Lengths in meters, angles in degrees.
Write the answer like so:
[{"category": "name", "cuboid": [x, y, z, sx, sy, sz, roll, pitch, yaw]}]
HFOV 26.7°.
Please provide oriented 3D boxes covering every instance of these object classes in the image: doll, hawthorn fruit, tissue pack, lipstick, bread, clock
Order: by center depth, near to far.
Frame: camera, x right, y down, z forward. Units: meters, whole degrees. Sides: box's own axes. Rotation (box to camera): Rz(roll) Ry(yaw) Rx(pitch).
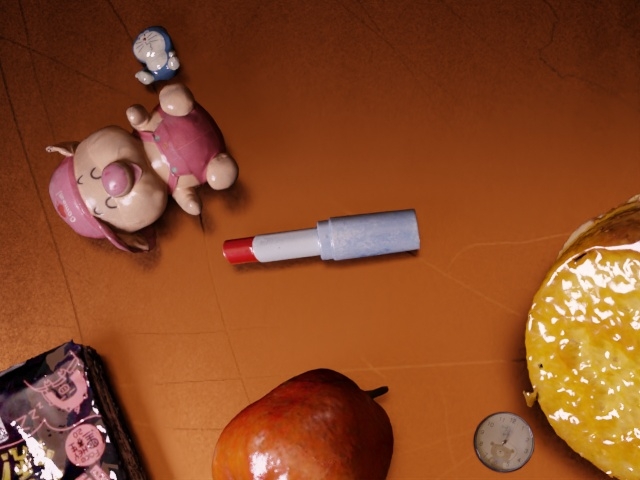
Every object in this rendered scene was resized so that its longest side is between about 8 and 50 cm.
[{"category": "bread", "cuboid": [0.453, 0.119, 1.699, 0.398, 0.215, 0.398, 14, 115, 32]}, {"category": "hawthorn fruit", "cuboid": [-0.005, 0.276, 1.775, 0.224, 0.224, 0.261, 35, 59, 10]}, {"category": "tissue pack", "cuboid": [-0.366, 0.329, 1.822, 0.245, 0.123, 0.332, -25, 75, 4]}, {"category": "clock", "cuboid": [0.252, 0.276, 1.845, 0.085, 0.017, 0.085, -1, 78, 3]}, {"category": "doll", "cuboid": [-0.254, -0.094, 1.887, 0.256, 0.152, 0.196, -30, 65, 1]}, {"category": "lipstick", "cuboid": [0.000, 0.000, 1.891, 0.274, 0.068, 0.061, -7, 84, 1]}, {"category": "doll", "cuboid": [-0.243, -0.271, 1.974, 0.076, 0.050, 0.083, -27, 79, 16]}]
